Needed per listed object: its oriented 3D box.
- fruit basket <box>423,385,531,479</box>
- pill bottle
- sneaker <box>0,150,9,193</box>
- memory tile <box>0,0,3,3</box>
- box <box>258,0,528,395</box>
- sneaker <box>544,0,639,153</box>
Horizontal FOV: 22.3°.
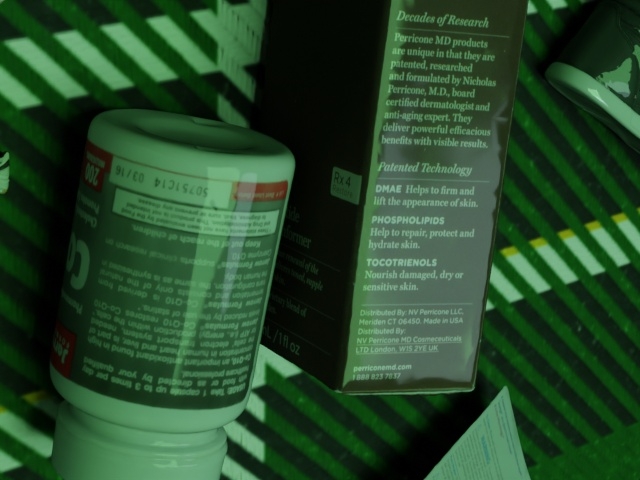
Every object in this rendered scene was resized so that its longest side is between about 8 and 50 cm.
[{"bbox_3d":[0.113,0.370,1.643,0.353,0.165,0.327,-49,135,-36],"label":"fruit basket"},{"bbox_3d":[-0.123,0.052,1.268,0.161,0.161,0.283,0,107,-41],"label":"pill bottle"},{"bbox_3d":[-0.264,-0.059,1.193,0.083,0.032,0.037,15,83,-49],"label":"sneaker"},{"bbox_3d":[-0.265,-0.232,1.129,0.148,0.012,0.113,16,96,-43],"label":"memory tile"},{"bbox_3d":[0.048,-0.082,1.310,0.143,0.191,0.381,3,101,-29],"label":"box"},{"bbox_3d":[0.360,-0.157,1.644,0.296,0.104,0.147,31,91,-40],"label":"sneaker"}]
